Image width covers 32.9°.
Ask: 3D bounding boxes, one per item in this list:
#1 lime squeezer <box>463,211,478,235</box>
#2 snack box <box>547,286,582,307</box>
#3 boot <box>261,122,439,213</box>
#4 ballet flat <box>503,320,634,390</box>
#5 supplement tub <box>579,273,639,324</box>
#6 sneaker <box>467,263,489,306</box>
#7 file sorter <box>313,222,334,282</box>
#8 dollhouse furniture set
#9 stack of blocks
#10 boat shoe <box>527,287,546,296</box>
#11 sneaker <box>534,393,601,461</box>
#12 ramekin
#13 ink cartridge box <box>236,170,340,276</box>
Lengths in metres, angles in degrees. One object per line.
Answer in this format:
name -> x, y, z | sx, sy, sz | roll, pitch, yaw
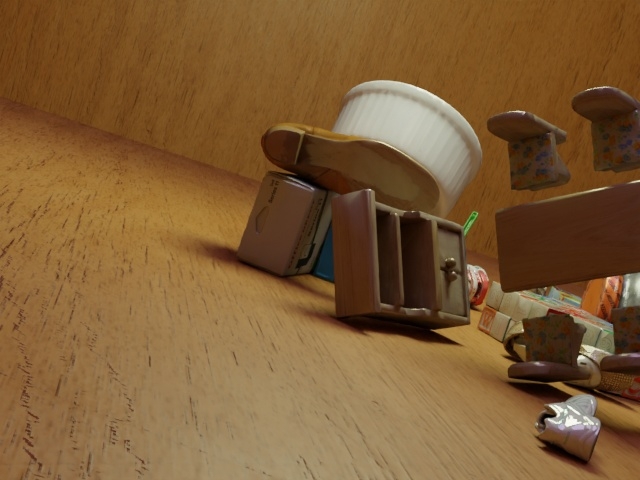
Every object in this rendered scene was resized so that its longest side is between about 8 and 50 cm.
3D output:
lime squeezer -> 0.274, 0.046, 2.457 | 0.059, 0.110, 0.310 | 38, 43, 19
snack box -> 0.566, 0.169, 2.281 | 0.174, 0.070, 0.207 | 25, 7, 4
boot -> 0.047, -0.124, 1.747 | 0.295, 0.104, 0.211 | 19, 7, 0
ballet flat -> 0.361, 0.182, 1.611 | 0.206, 0.073, 0.067 | 20, 32, 37
supplement tub -> 0.626, 0.164, 1.924 | 0.315, 0.194, 0.193 | 19, 5, 2
sneaker -> 0.257, 0.077, 2.088 | 0.144, 0.090, 0.270 | 16, 3, 0
file sorter -> 0.081, 0.000, 1.852 | 0.118, 0.170, 0.104 | 20, 2, 13
dollhouse furniture set -> 0.246, 0.007, 1.467 | 0.394, 0.362, 0.256 | -12, -16, 36
stack of blocks -> 0.410, 0.162, 1.761 | 0.171, 0.087, 0.297 | 16, 6, -26
boat shoe -> 0.426, 0.110, 2.257 | 0.113, 0.103, 0.302 | 20, 5, 9
sneaker -> 0.264, 0.191, 1.167 | 0.061, 0.054, 0.152 | 17, 6, 9
ramekin -> 0.134, -0.138, 1.928 | 0.277, 0.135, 0.277 | 23, -30, 14
ink cartridge box -> -0.045, -0.027, 1.770 | 0.086, 0.153, 0.208 | 22, 7, 14
